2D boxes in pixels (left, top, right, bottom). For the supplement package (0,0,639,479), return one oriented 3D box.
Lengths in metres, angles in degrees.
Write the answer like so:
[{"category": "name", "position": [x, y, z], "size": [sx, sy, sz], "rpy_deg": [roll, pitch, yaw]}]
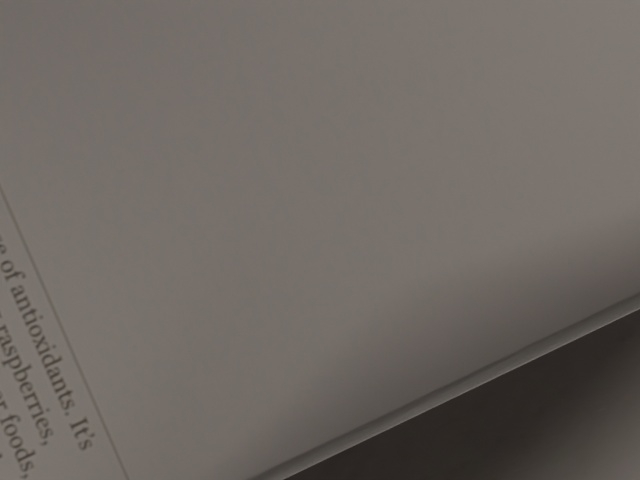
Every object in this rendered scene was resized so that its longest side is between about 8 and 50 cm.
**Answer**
[{"category": "supplement package", "position": [-0.042, -0.036, 0.460], "size": [0.293, 0.175, 0.178], "rpy_deg": [-24, 94, -12]}]
